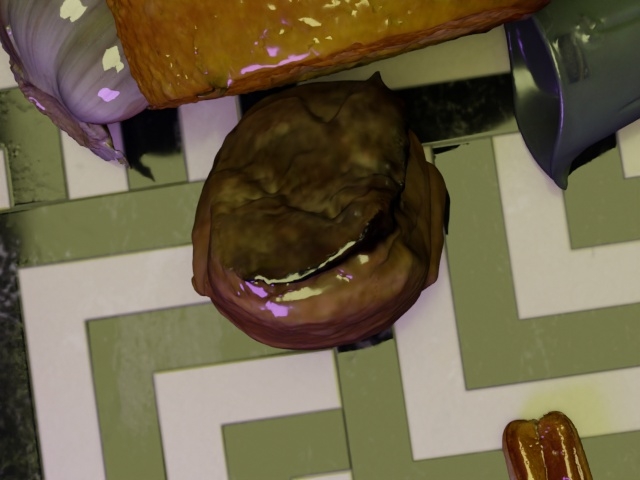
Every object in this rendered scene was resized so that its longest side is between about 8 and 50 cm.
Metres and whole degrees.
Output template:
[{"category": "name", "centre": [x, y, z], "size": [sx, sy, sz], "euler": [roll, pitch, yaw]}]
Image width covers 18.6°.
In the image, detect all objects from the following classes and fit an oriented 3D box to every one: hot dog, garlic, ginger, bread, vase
[{"category": "hot dog", "centre": [0.208, 0.232, 1.708], "size": [0.071, 0.045, 0.165], "euler": [-15, 85, 2]}, {"category": "garlic", "centre": [-0.163, -0.156, 1.736], "size": [0.256, 0.207, 0.207], "euler": [14, 87, -29]}, {"category": "ginger", "centre": [-0.004, 0.001, 1.645], "size": [0.200, 0.223, 0.269], "euler": [-5, 47, 14]}, {"category": "bread", "centre": [0.012, -0.241, 1.539], "size": [0.398, 0.398, 0.215], "euler": [-14, 92, 4]}, {"category": "vase", "centre": [0.299, -0.205, 1.678], "size": [0.301, 0.156, 0.251], "euler": [-22, 113, -3]}]
